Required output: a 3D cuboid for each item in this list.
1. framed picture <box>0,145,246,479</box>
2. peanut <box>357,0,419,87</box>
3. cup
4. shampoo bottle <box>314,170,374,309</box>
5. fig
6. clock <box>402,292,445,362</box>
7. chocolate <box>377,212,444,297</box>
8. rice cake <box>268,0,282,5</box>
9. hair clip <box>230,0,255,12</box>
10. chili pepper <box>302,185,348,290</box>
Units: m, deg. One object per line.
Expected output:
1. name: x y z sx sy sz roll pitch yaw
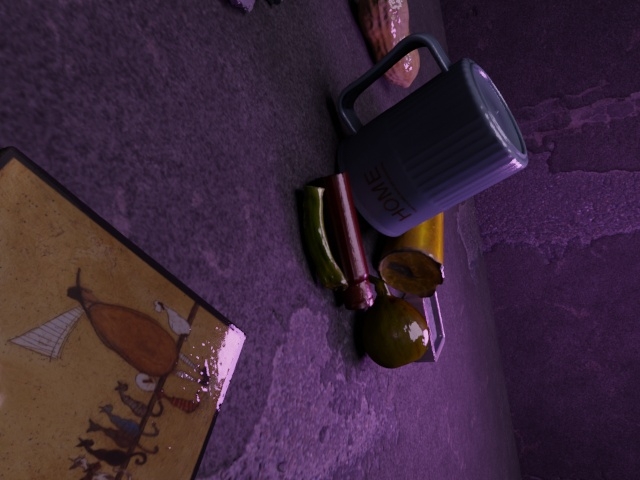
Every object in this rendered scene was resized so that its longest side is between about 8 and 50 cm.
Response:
1. framed picture: -0.207 0.122 0.365 0.339 0.014 0.256 53 40 -39
2. peanut: 0.203 -0.579 1.156 0.313 0.148 0.149 54 39 -39
3. cup: 0.224 -0.220 0.864 0.256 0.311 0.332 -3 70 -50
4. shampoo bottle: 0.048 0.002 0.778 0.102 0.064 0.261 -124 -159 -83
5. fig: 0.156 0.169 0.855 0.148 0.142 0.187 -91 178 -74
6. clock: 0.303 0.234 1.172 0.150 0.063 0.198 -27 106 -60
7. chocolate: 0.279 -0.049 1.114 0.162 0.161 0.446 62 33 -30
8. rice cake: -0.120 -0.469 0.665 0.180 0.030 0.042 37 58 -49
9. hair clip: -0.145 -0.401 0.558 0.292 0.084 0.107 -28 111 -64
10. chili pepper: 0.000 0.000 0.721 0.050 0.051 0.202 -23 102 -59
